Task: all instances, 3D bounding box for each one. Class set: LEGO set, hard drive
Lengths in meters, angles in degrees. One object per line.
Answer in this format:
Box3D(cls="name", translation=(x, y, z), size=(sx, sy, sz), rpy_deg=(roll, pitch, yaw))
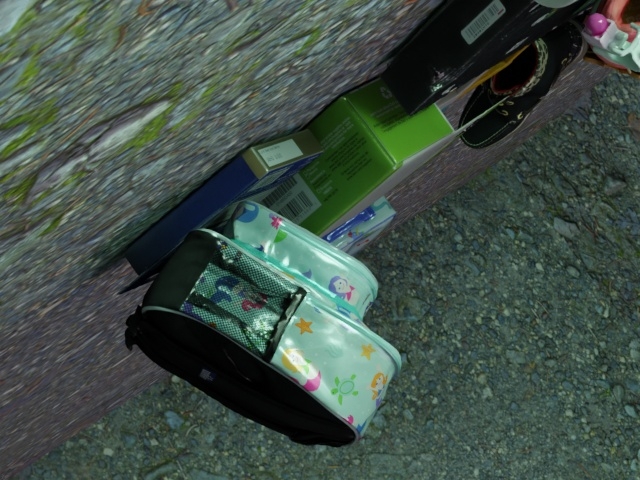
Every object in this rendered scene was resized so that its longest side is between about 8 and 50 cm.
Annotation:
Box3D(cls="LEGO set", translation=(0.357, -0.286, 1.693), size=(0.287, 0.132, 0.107), rpy_deg=(-61, 155, -11))
Box3D(cls="hard drive", translation=(0.235, -0.264, 1.844), size=(0.339, 0.064, 0.237), rpy_deg=(-32, 174, -36))

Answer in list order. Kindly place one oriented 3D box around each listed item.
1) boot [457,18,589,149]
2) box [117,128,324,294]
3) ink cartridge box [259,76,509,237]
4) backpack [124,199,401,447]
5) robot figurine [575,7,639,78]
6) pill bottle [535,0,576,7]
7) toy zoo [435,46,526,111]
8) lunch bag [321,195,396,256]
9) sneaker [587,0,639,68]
Box3D(cls="boot", translation=(0.244, -0.204, 2.451), size=(0.236, 0.085, 0.178), rpy_deg=(-45, 170, 27))
Box3D(cls="box", translation=(-0.110, -0.029, 1.853), size=(0.225, 0.036, 0.136), rpy_deg=(-39, 174, 26))
Box3D(cls="ink cartridge box", translation=(0.062, -0.107, 1.993), size=(0.189, 0.097, 0.255), rpy_deg=(-40, 176, 39))
Box3D(cls="backpack", translation=(-0.042, 0.092, 1.817), size=(0.191, 0.253, 0.225), rpy_deg=(-54, 179, -16))
Box3D(cls="robot figurine", translation=(0.458, -0.300, 2.572), size=(0.291, 0.211, 0.085), rpy_deg=(-30, 136, -56))
Box3D(cls="pill bottle", translation=(0.249, -0.271, 1.579), size=(0.180, 0.108, 0.108), rpy_deg=(-33, 175, -36))
Box3D(cls="toy zoo", translation=(0.209, -0.231, 2.212), size=(0.192, 0.030, 0.293), rpy_deg=(-33, 175, -34))
Box3D(cls="lunch bag", translation=(0.000, 0.000, 2.688), size=(0.219, 0.090, 0.176), rpy_deg=(-34, 177, -18))
Box3D(cls="sneaker", translation=(0.412, -0.282, 1.863), size=(0.314, 0.116, 0.136), rpy_deg=(-37, 174, 8))
